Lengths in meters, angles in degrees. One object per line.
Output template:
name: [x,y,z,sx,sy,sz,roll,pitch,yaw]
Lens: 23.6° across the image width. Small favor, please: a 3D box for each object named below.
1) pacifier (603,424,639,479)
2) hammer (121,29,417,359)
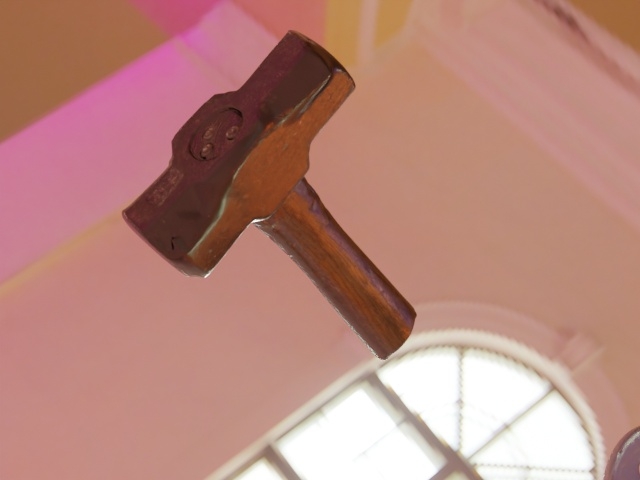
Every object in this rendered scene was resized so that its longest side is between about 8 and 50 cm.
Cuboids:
pacifier: [0.376,0.348,1.702,0.226,0.238,0.287,-21,-101,48]
hammer: [0.000,0.000,1.516,0.095,0.242,0.409,35,-9,44]
